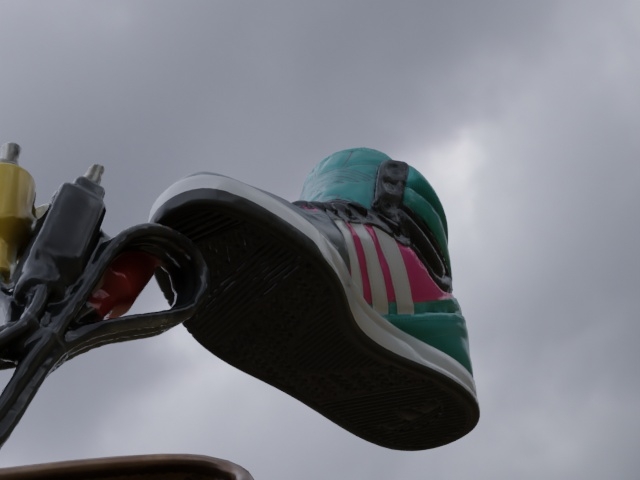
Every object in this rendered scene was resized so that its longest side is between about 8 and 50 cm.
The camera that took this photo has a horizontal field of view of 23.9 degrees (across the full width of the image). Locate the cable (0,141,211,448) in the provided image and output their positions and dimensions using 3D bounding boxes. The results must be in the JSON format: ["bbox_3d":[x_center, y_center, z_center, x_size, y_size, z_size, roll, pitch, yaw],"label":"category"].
[{"bbox_3d":[-0.143,0.050,0.767,0.072,0.139,0.287,-49,14,34],"label":"cable"}]

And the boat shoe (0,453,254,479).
[{"bbox_3d":[-0.143,0.094,0.337,0.324,0.123,0.116,5,-83,-45],"label":"boat shoe"}]

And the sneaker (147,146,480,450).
[{"bbox_3d":[0.000,0.000,0.990,0.124,0.178,0.295,-27,-45,23],"label":"sneaker"}]
